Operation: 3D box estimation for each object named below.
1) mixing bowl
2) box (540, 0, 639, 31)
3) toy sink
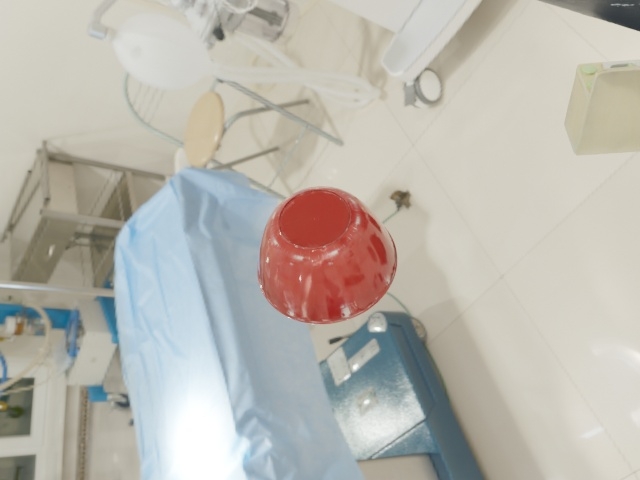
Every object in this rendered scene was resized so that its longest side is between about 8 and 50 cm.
[{"bbox_3d":[0.000,0.000,0.745,0.098,0.182,0.181,75,172,-53],"label":"mixing bowl"},{"bbox_3d":[0.562,-0.475,0.815,0.480,0.472,0.297,-144,65,-72],"label":"box"},{"bbox_3d":[0.662,-0.325,1.380,0.234,0.153,0.131,78,-169,-49],"label":"toy sink"}]
